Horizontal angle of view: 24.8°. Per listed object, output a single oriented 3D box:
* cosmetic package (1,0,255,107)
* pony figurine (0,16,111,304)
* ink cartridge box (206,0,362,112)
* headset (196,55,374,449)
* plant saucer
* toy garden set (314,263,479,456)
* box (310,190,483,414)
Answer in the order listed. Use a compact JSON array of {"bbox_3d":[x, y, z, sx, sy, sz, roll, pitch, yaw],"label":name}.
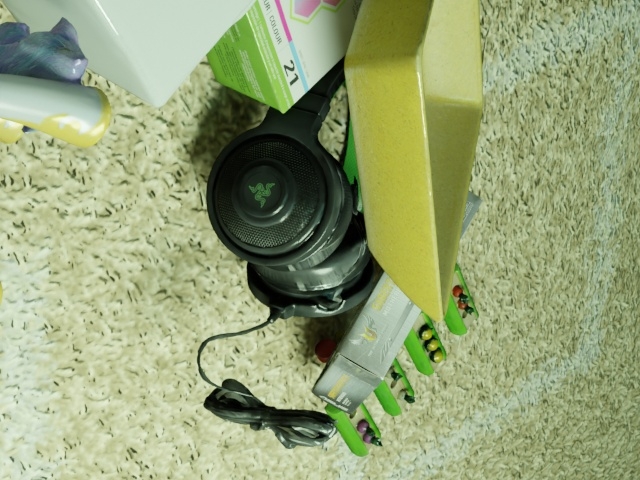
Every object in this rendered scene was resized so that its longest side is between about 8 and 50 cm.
[{"bbox_3d":[-0.169,-0.322,0.950,0.230,0.161,0.453,-52,149,-16],"label":"cosmetic package"},{"bbox_3d":[-0.325,-0.086,0.914,0.363,0.303,0.351,7,129,-43],"label":"pony figurine"},{"bbox_3d":[-0.005,-0.274,1.318,0.255,0.097,0.189,-44,140,-22],"label":"ink cartridge box"},{"bbox_3d":[0.000,0.000,1.399,0.394,0.185,0.243,-65,157,-20],"label":"headset"},{"bbox_3d":[0.092,-0.148,1.377,0.333,0.081,0.333,81,17,-45],"label":"plant saucer"},{"bbox_3d":[0.099,0.123,1.732,0.244,0.049,0.204,-49,142,-18],"label":"toy garden set"},{"bbox_3d":[0.079,0.062,1.563,0.231,0.056,0.183,-59,178,-20],"label":"box"}]
